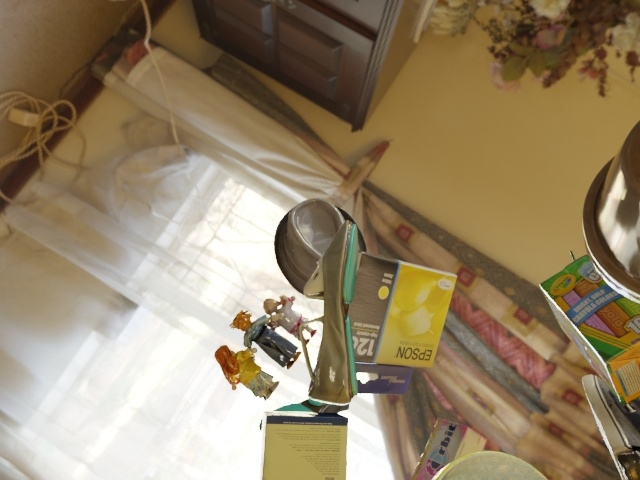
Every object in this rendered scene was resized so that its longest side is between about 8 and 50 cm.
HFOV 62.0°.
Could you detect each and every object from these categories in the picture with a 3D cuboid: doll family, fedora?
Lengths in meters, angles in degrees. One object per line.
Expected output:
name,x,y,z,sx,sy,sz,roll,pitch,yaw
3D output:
doll family,-0.136,0.237,1.163,0.263,0.163,0.118,-54,177,8
fedora,0.000,0.000,1.367,0.124,0.243,0.276,92,-17,-64

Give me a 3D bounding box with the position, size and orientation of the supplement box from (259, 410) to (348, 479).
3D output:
supplement box,-0.018,0.218,0.536,0.056,0.083,0.083,124,-31,-74

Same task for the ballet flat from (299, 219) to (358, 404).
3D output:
ballet flat,0.009,0.080,0.619,0.072,0.068,0.213,48,42,-75

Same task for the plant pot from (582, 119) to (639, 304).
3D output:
plant pot,0.457,-0.059,0.658,0.229,0.263,0.263,33,86,-53

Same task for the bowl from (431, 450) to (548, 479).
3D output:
bowl,0.271,0.517,0.907,0.289,0.289,0.156,-58,180,-30

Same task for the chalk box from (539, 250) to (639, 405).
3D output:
chalk box,0.579,0.139,1.073,0.179,0.180,0.289,-34,-145,10

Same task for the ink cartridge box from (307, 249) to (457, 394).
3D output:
ink cartridge box,0.142,0.193,1.148,0.072,0.303,0.307,12,-91,52

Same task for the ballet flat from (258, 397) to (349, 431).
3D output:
ballet flat,-0.021,0.320,0.962,0.203,0.074,0.074,-17,145,-41

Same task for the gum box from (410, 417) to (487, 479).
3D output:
gum box,0.269,0.492,1.150,0.188,0.062,0.107,-60,-163,-19

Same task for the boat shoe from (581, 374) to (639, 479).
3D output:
boat shoe,0.681,0.384,1.142,0.158,0.127,0.340,-22,-169,18
